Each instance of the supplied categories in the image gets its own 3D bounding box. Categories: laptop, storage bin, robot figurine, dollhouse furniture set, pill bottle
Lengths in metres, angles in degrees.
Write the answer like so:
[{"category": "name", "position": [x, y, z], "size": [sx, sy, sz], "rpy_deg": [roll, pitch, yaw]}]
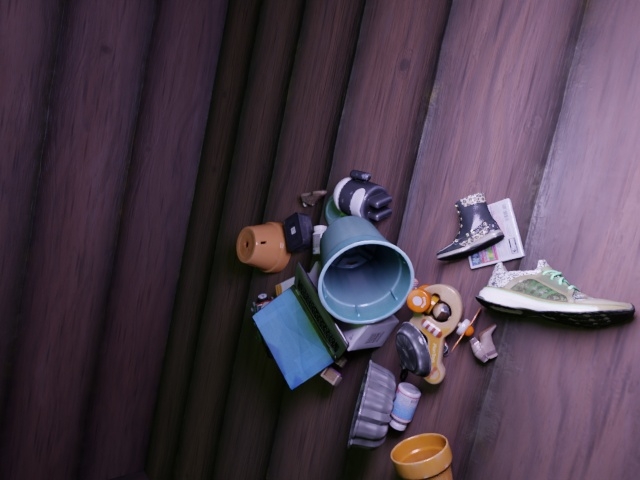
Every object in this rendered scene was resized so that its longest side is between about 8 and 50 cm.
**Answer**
[{"category": "laptop", "position": [-0.103, 0.365, 1.694], "size": [0.382, 0.236, 0.408], "rpy_deg": [57, 161, 19]}, {"category": "storage bin", "position": [-0.110, -0.042, 2.120], "size": [0.122, 0.084, 0.180], "rpy_deg": [-30, 64, 41]}, {"category": "robot figurine", "position": [0.180, -0.174, 1.760], "size": [0.278, 0.173, 0.209], "rpy_deg": [28, 94, 46]}, {"category": "dollhouse furniture set", "position": [0.048, 0.465, 1.892], "size": [0.286, 0.198, 0.303], "rpy_deg": [29, 75, 24]}, {"category": "pill bottle", "position": [0.315, 0.630, 1.556], "size": [0.087, 0.087, 0.160], "rpy_deg": [27, 103, 46]}, {"category": "pill bottle", "position": [0.000, 0.000, 1.998], "size": [0.078, 0.078, 0.137], "rpy_deg": [-10, 78, 47]}]

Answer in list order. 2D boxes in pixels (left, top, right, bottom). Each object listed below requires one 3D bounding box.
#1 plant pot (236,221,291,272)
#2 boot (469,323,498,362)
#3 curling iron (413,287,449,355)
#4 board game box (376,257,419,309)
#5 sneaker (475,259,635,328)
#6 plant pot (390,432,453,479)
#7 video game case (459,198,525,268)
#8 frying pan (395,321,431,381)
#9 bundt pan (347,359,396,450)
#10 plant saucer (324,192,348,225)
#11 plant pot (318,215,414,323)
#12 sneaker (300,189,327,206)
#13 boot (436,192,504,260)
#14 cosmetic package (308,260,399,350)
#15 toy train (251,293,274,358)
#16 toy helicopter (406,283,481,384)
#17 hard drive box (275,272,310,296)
[{"category": "plant pot", "position": [-0.324, 0.031, 2.256], "size": [0.291, 0.203, 0.291], "rpy_deg": [-10, 76, 46]}, {"category": "boot", "position": [0.558, 0.344, 1.365], "size": [0.118, 0.042, 0.087], "rpy_deg": [-38, 76, 8]}, {"category": "curling iron", "position": [0.406, 0.301, 1.541], "size": [0.068, 0.035, 0.274], "rpy_deg": [-37, 59, 34]}, {"category": "board game box", "position": [0.291, 0.165, 1.680], "size": [0.193, 0.045, 0.147], "rpy_deg": [49, 120, 40]}, {"category": "sneaker", "position": [0.673, 0.138, 1.210], "size": [0.410, 0.158, 0.182], "rpy_deg": [5, 70, 43]}, {"category": "plant pot", "position": [0.368, 0.802, 1.409], "size": [0.205, 0.205, 0.188], "rpy_deg": [-24, 82, 43]}, {"category": "video game case", "position": [0.582, -0.020, 1.406], "size": [0.183, 0.023, 0.201], "rpy_deg": [-22, 70, 44]}, {"category": "frying pan", "position": [0.307, 0.411, 1.501], "size": [0.326, 0.053, 0.197], "rpy_deg": [120, 134, -63]}, {"category": "bundt pan", "position": [0.202, 0.632, 1.551], "size": [0.124, 0.331, 0.331], "rpy_deg": [16, 98, 8]}, {"category": "plant saucer", "position": [0.076, -0.148, 1.966], "size": [0.195, 0.037, 0.195], "rpy_deg": [-10, 77, 46]}, {"category": "plant pot", "position": [0.142, 0.082, 1.572], "size": [0.341, 0.341, 0.334], "rpy_deg": [-63, 17, 20]}, {"category": "sneaker", "position": [-0.028, -0.214, 2.083], "size": [0.188, 0.066, 0.071], "rpy_deg": [-2, 100, 53]}, {"category": "boot", "position": [0.494, -0.042, 1.425], "size": [0.236, 0.085, 0.179], "rpy_deg": [-29, 63, 35]}, {"category": "cosmetic package", "position": [0.118, 0.265, 1.733], "size": [0.385, 0.217, 0.156], "rpy_deg": [50, 121, 37]}, {"category": "toy train", "position": [-0.261, 0.440, 2.112], "size": [0.190, 0.142, 0.334], "rpy_deg": [-138, 39, -58]}, {"category": "toy helicopter", "position": [0.426, 0.330, 1.439], "size": [0.235, 0.140, 0.355], "rpy_deg": [6, 94, 29]}, {"category": "hard drive box", "position": [-0.116, 0.280, 2.077], "size": [0.232, 0.089, 0.181], "rpy_deg": [-29, 65, 41]}]
